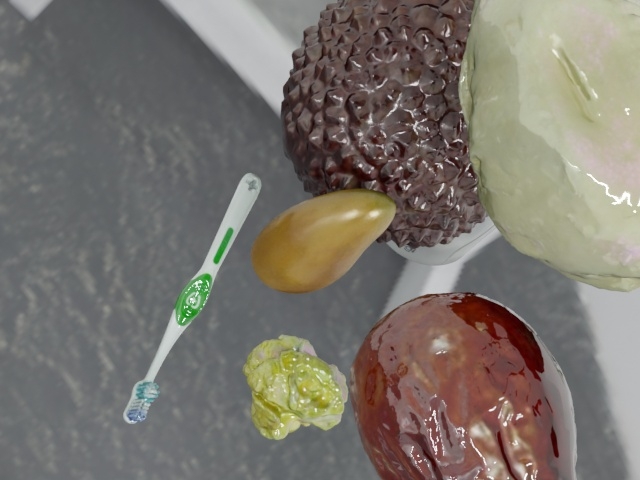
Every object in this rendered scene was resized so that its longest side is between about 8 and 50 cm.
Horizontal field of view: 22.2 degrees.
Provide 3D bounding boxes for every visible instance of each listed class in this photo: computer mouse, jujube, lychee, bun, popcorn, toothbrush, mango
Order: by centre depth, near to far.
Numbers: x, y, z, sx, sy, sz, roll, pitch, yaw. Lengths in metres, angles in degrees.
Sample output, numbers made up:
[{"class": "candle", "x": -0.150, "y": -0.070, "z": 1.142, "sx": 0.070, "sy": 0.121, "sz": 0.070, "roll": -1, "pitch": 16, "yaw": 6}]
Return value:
[{"class": "jujube", "x": 0.122, "y": 0.168, "z": 1.306, "sx": 0.190, "sy": 0.190, "sz": 0.255, "roll": 9, "pitch": 59, "yaw": -39}, {"class": "bun", "x": 0.239, "y": -0.088, "z": 1.438, "sx": 0.361, "sy": 0.213, "sz": 0.361, "roll": 49, "pitch": 14, "yaw": -17}, {"class": "toothbrush", "x": -0.130, "y": 0.055, "z": 1.684, "sx": 0.030, "sy": 0.030, "sz": 0.304, "roll": 35, "pitch": 63, "yaw": -21}, {"class": "mango", "x": 0.000, "y": 0.000, "z": 1.745, "sx": 0.102, "sy": 0.184, "sz": 0.084, "roll": 20, "pitch": 55, "yaw": -38}, {"class": "lychee", "x": 0.100, "y": -0.145, "z": 1.871, "sx": 0.306, "sy": 0.330, "sz": 0.306, "roll": 19, "pitch": 28, "yaw": -10}, {"class": "popcorn", "x": -0.034, "y": 0.185, "z": 2.073, "sx": 0.145, "sy": 0.126, "sz": 0.125, "roll": 13, "pitch": 53, "yaw": -54}, {"class": "computer mouse", "x": 0.170, "y": -0.054, "z": 2.436, "sx": 0.184, "sy": 0.297, "sz": 0.121, "roll": 41, "pitch": 60, "yaw": -5}]
